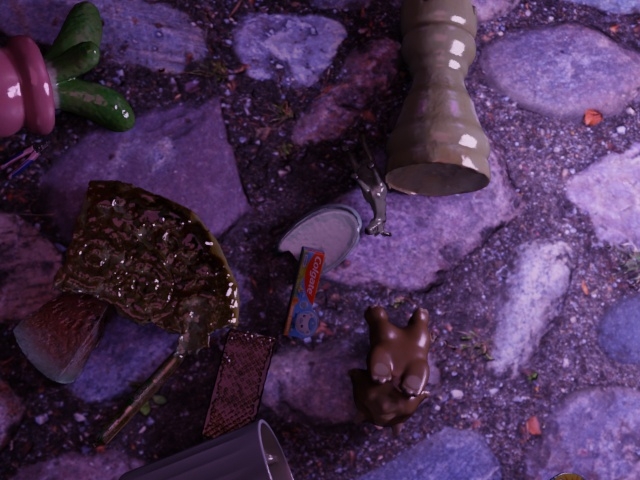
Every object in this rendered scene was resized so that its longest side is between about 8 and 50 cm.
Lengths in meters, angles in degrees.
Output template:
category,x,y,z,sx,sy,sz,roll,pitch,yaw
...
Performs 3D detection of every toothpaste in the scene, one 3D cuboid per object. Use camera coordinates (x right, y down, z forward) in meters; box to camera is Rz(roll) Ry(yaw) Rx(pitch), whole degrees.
category,x,y,z,sx,sy,sz,roll,pitch,yaw
toothpaste,-0.027,0.114,1.712,0.070,0.044,0.193,13,99,-6

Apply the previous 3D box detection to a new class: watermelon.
category,x,y,z,sx,sy,sz,roll,pitch,yaw
watermelon,-0.506,0.167,1.656,0.154,0.094,0.241,41,75,11

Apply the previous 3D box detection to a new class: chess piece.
category,x,y,z,sx,sy,sz,roll,pitch,yaw
chess piece,0.263,-0.338,1.792,0.234,0.234,0.442,4,76,-7

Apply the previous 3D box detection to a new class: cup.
category,x,y,z,sx,sy,sz,roll,pitch,yaw
cup,-0.207,0.540,1.544,0.327,0.323,0.237,-23,38,1

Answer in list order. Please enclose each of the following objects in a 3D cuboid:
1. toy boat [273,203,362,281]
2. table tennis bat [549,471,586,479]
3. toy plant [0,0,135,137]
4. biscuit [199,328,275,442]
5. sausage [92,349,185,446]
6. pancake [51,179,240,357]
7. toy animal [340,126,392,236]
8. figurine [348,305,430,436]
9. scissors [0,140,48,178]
category,x,y,z,sx,sy,sz,roll,pitch,yaw
toy boat,0.000,0.000,1.766,0.208,0.079,0.134,-39,89,-2
table tennis bat,0.529,0.563,1.752,0.155,0.019,0.100,3,80,-10
toy plant,-0.597,-0.355,1.678,0.356,0.210,0.317,-19,80,-24
biscuit,-0.175,0.316,1.673,0.106,0.070,0.252,15,78,-4
sausage,-0.376,0.327,1.661,0.033,0.033,0.269,42,77,1
pancake,-0.350,0.056,1.676,0.427,0.067,0.305,29,65,-2
toy animal,0.108,-0.125,1.774,0.073,0.176,0.217,-16,49,7
figurine,0.147,0.284,1.685,0.177,0.173,0.247,4,48,-11
scissors,-0.643,-0.180,1.730,0.113,0.012,0.039,-39,87,-13
